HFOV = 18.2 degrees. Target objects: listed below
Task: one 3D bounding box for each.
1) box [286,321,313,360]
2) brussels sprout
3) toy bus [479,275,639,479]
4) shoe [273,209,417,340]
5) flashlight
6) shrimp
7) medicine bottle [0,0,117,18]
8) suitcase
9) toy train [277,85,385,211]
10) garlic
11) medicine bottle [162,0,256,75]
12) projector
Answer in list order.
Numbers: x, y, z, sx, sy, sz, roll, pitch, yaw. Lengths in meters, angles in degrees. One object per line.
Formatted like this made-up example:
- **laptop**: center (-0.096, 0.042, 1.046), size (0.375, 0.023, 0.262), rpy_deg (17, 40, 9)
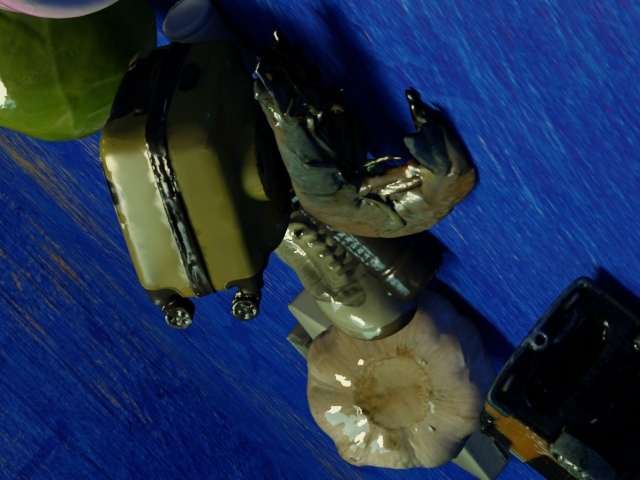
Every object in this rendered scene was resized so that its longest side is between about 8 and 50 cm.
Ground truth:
- **box**: center (0.003, 0.135, 2.671), size (0.084, 0.063, 0.060), rpy_deg (51, 165, -32)
- **brussels sprout**: center (-0.282, -0.218, 2.015), size (0.244, 0.244, 0.244), rpy_deg (39, 167, 11)
- **toy bus**: center (0.309, 0.194, 1.788), size (0.323, 0.162, 0.194), rpy_deg (37, 169, 8)
- **shoe**: center (0.000, 0.000, 2.134), size (0.275, 0.103, 0.098), rpy_deg (42, 165, 30)
- **flashlight**: center (0.025, -0.032, 2.037), size (0.232, 0.093, 0.093), rpy_deg (39, 167, -7)
- **shrimp**: center (0.041, -0.081, 1.771), size (0.178, 0.075, 0.289), rpy_deg (0, 140, 20)
- **medicine bottle**: center (-0.285, -0.312, 1.724), size (0.212, 0.212, 0.325), rpy_deg (49, 165, -31)
- **suitcase**: center (-0.107, -0.063, 1.884), size (0.143, 0.194, 0.235), rpy_deg (-7, 124, 12)
- **toy train**: center (0.009, -0.085, 1.907), size (0.081, 0.099, 0.149), rpy_deg (-5, 140, 12)
- **garlic**: center (0.099, 0.148, 2.233), size (0.218, 0.218, 0.212), rpy_deg (40, -162, 6)
- **medicine bottle**: center (-0.108, -0.191, 1.945), size (0.057, 0.057, 0.089), rpy_deg (24, 159, 52)
- **projector**: center (0.096, 0.188, 2.541), size (0.259, 0.079, 0.257), rpy_deg (31, 164, 44)
